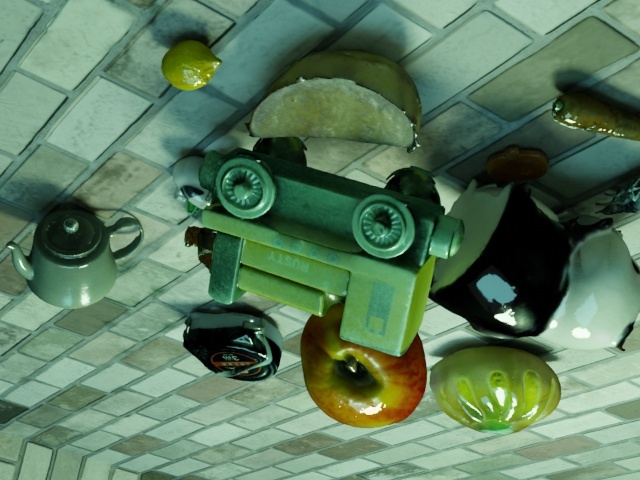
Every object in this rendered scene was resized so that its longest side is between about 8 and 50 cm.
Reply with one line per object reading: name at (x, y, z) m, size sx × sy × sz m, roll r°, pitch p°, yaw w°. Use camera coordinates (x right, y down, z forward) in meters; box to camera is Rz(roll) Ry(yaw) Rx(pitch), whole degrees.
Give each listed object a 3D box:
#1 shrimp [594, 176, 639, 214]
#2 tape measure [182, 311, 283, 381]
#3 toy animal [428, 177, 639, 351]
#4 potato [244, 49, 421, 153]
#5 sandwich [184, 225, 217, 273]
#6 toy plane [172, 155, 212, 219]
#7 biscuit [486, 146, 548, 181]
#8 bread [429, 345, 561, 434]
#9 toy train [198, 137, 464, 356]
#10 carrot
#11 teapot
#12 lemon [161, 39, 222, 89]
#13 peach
shrimp at (0.464, -0.068, 1.438) m, size 0.082 × 0.076 × 0.174 m, roll 0°, pitch 157°, yaw -22°
tape measure at (-0.170, 0.220, 2.090) m, size 0.182 × 0.107 × 0.181 m, roll -3°, pitch 146°, yaw 19°
toy animal at (0.339, 0.050, 1.516) m, size 0.310 × 0.251 × 0.251 m, roll 26°, pitch 147°, yaw -16°
potato at (0.015, -0.197, 1.306) m, size 0.243 × 0.098 × 0.138 m, roll 6°, pitch 148°, yaw 17°
sandwich at (-0.145, 0.025, 1.692) m, size 0.159 × 0.079 × 0.235 m, roll 11°, pitch -179°, yaw 19°
toy plane at (-0.159, -0.075, 1.588) m, size 0.174 × 0.080 × 0.174 m, roll 8°, pitch 150°, yaw 5°
biscuit at (0.288, -0.113, 1.469) m, size 0.091 × 0.015 × 0.078 m, roll -4°, pitch 147°, yaw 20°
bread at (0.346, 0.298, 2.053) m, size 0.260 × 0.158 × 0.156 m, roll -11°, pitch 142°, yaw 27°
toy train at (0.000, 0.000, 1.441) m, size 0.397 × 0.160 × 0.253 m, roll 17°, pitch 115°, yaw 15°
carrot at (0.421, -0.153, 1.340) m, size 0.254 × 0.049 × 0.049 m, roll 12°, pitch 151°, yaw -15°
teapot at (-0.427, 0.009, 1.757) m, size 0.239 × 0.162 × 0.149 m, roll -10°, pitch 144°, yaw -20°
lemon at (-0.171, -0.232, 1.323) m, size 0.092 × 0.065 × 0.065 m, roll -3°, pitch 150°, yaw 30°
peach at (0.083, 0.231, 1.921) m, size 0.281 × 0.281 × 0.238 m, roll 30°, pitch 101°, yaw -34°
